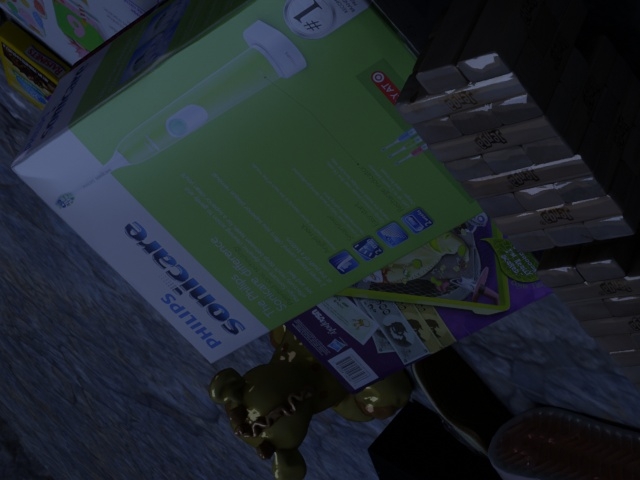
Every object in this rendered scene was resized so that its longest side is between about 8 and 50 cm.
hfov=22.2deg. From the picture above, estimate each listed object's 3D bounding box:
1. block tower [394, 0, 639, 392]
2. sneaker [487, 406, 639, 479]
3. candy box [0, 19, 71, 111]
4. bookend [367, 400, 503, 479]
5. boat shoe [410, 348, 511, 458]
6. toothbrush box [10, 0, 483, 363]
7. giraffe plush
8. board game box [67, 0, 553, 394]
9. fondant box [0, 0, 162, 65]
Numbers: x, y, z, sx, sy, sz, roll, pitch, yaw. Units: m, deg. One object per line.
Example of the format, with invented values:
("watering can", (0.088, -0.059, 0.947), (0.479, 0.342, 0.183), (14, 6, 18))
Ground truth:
("block tower", (0.179, -0.019, 0.998), (0.091, 0.097, 0.335), (-11, 131, 43))
("sneaker", (0.268, 0.233, 1.369), (0.121, 0.108, 0.302), (55, 164, -27))
("candy box", (-0.259, -0.141, 1.723), (0.206, 0.027, 0.105), (38, 160, 16))
("bookend", (0.143, 0.266, 1.681), (0.157, 0.072, 0.156), (28, 154, 34))
("boat shoe", (0.133, 0.161, 1.532), (0.152, 0.056, 0.049), (49, 153, -12))
("toothbrush box", (-0.029, -0.074, 1.092), (0.283, 0.122, 0.206), (-31, 115, 29))
("giraffe plush", (-0.023, 0.148, 1.631), (0.181, 0.170, 0.210), (40, 158, 12))
("board game box", (-0.002, -0.048, 1.211), (0.208, 0.056, 0.347), (-27, 117, 32))
("fondant box", (-0.175, -0.249, 1.286), (0.238, 0.096, 0.330), (38, 157, 16))
